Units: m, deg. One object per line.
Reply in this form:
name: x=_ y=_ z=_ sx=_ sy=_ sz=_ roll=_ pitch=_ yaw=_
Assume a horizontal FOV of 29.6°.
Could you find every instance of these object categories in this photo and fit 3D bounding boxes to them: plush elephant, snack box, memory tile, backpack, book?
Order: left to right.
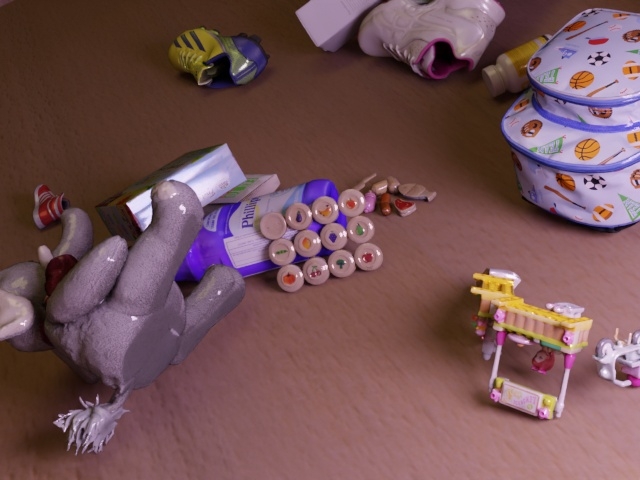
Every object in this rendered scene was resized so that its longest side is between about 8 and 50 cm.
plush elephant: x=-0.291 y=0.072 z=1.507 sx=0.255 sy=0.272 sz=0.330 roll=27 pitch=77 yaw=25
snack box: x=-0.225 y=-0.069 z=1.794 sx=0.174 sy=0.070 sz=0.207 roll=-33 pitch=13 yaw=-19
book: x=-0.144 y=-0.071 z=1.894 sx=0.144 sy=0.035 sz=0.096 roll=2 pitch=35 yaw=42
memory tile: x=0.000 y=0.000 z=1.587 sx=0.148 sy=0.113 sz=0.012 roll=-16 pitch=2 yaw=15
backpack: x=0.360 y=-0.146 z=1.486 sx=0.263 sy=0.213 sz=0.277 roll=-47 pitch=38 yaw=-19

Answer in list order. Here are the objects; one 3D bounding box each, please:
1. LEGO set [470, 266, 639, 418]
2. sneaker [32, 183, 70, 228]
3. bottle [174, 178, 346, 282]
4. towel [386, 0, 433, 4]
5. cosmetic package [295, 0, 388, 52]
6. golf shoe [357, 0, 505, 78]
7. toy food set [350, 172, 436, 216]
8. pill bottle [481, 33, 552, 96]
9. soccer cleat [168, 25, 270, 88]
LEGO set: x=0.214 y=0.109 z=1.290 sx=0.132 sy=0.107 sz=0.287 roll=3 pitch=11 yaw=-28
sneaker: x=-0.463 y=-0.069 z=2.107 sx=0.067 sy=0.042 sz=0.118 roll=-24 pitch=36 yaw=7
bottle: x=-0.107 y=-0.003 z=1.681 sx=0.283 sy=0.092 sz=0.118 roll=-15 pitch=28 yaw=15
towel: x=0.296 y=-0.461 z=2.146 sx=0.248 sy=0.038 sz=0.325 roll=2 pitch=20 yaw=37
cosmetic package: x=0.077 y=-0.447 z=2.207 sx=0.231 sy=0.085 sz=0.117 roll=-34 pitch=-7 yaw=13
golf shoe: x=0.165 y=-0.335 z=2.033 sx=0.306 sy=0.115 sz=0.140 roll=-4 pitch=62 yaw=50
toy food set: x=0.098 y=-0.058 z=1.708 sx=0.078 sy=0.019 sz=0.122 roll=-37 pitch=39 yaw=-24
pill bottle: x=0.309 y=-0.265 z=1.854 sx=0.116 sy=0.065 sz=0.065 roll=-25 pitch=28 yaw=-4
soccer cleat: x=-0.223 y=-0.350 z=2.363 sx=0.289 sy=0.093 sz=0.121 roll=11 pitch=50 yaw=47
